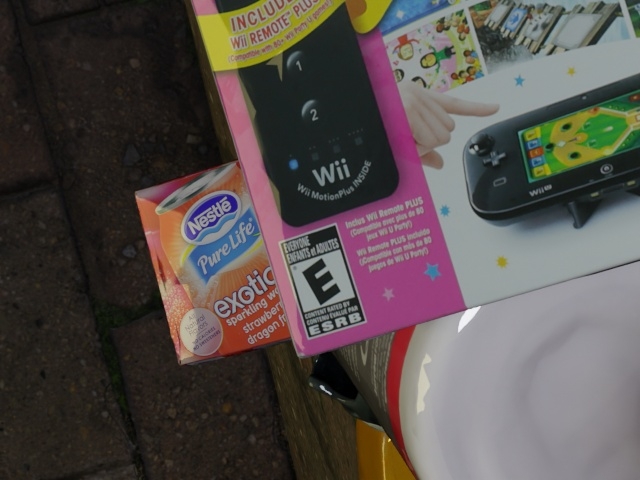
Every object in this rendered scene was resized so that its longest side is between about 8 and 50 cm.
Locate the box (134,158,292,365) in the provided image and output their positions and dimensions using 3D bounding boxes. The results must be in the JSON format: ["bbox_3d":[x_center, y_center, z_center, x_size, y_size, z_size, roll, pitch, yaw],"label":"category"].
[{"bbox_3d":[0.000,0.000,1.163,0.257,0.128,0.123,-10,-95,-65],"label":"box"}]

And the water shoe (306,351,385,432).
[{"bbox_3d":[0.064,0.087,1.052,0.203,0.080,0.073,-18,53,56],"label":"water shoe"}]

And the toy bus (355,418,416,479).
[{"bbox_3d":[0.112,0.277,1.302,0.108,0.130,0.333,-161,56,-78],"label":"toy bus"}]

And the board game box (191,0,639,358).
[{"bbox_3d":[0.057,-0.132,0.630,0.097,0.224,0.303,-8,-99,-63],"label":"board game box"}]

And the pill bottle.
[{"bbox_3d":[0.088,0.023,0.870,0.318,0.176,0.176,-127,23,-68],"label":"pill bottle"}]
